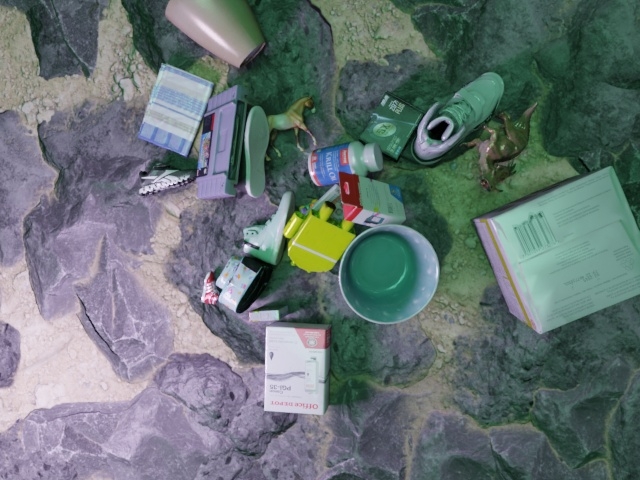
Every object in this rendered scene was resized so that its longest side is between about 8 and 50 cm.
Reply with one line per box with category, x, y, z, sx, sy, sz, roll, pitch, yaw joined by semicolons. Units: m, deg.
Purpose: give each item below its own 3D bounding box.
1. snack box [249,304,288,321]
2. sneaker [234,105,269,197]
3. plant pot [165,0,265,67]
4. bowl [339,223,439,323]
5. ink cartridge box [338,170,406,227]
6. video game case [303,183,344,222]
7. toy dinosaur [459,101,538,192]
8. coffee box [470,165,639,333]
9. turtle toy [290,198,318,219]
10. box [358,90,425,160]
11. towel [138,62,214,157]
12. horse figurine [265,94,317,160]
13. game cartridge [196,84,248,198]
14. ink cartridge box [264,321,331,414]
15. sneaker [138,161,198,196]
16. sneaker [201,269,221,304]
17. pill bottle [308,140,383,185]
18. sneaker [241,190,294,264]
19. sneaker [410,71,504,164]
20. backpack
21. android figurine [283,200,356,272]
snack box;-0.170;0.242;1.741;0.100;0.141;0.037;-4;89;9
sneaker;-0.257;-0.299;1.738;0.147;0.105;0.295;14;106;36
plant pot;-0.319;-0.719;1.727;0.256;0.256;0.274;-43;99;7
bowl;0.202;0.090;1.652;0.312;0.163;0.311;-1;100;-5
ink cartridge box;0.145;-0.122;1.642;0.231;0.078;0.134;13;53;-25
video game case;0.039;-0.084;1.725;0.157;0.019;0.143;-44;119;0
toy dinosaur;0.579;-0.290;1.637;0.296;0.127;0.200;-39;84;3
coffee box;0.679;0.022;1.513;0.338;0.334;0.338;-23;89;7
turtle toy;-0.040;-0.079;1.758;0.130;0.066;0.095;-26;86;8
box;0.233;-0.370;1.709;0.147;0.077;0.180;32;95;8
towel;-0.511;-0.462;1.846;0.209;0.034;0.284;22;95;6
horse figurine;-0.128;-0.374;1.772;0.264;0.066;0.174;-17;93;6
game cartridge;-0.332;-0.316;1.729;0.230;0.068;0.354;1;84;50
ink cartridge box;-0.073;0.422;1.740;0.207;0.117;0.282;1;90;9
sneaker;-0.538;-0.232;1.828;0.235;0.078;0.106;-14;91;11
sneaker;-0.372;0.166;1.822;0.067;0.042;0.118;14;100;12
pill bottle;0.082;-0.252;1.684;0.222;0.124;0.124;-9;89;25
sneaker;-0.182;-0.059;1.767;0.151;0.094;0.255;17;92;11
sneaker;0.432;-0.388;1.611;0.366;0.210;0.137;-44;84;6
backpack;-0.262;0.144;1.743;0.145;0.166;0.188;24;91;9
android figurine;0.000;0.000;1.704;0.248;0.056;0.272;23;122;-18
